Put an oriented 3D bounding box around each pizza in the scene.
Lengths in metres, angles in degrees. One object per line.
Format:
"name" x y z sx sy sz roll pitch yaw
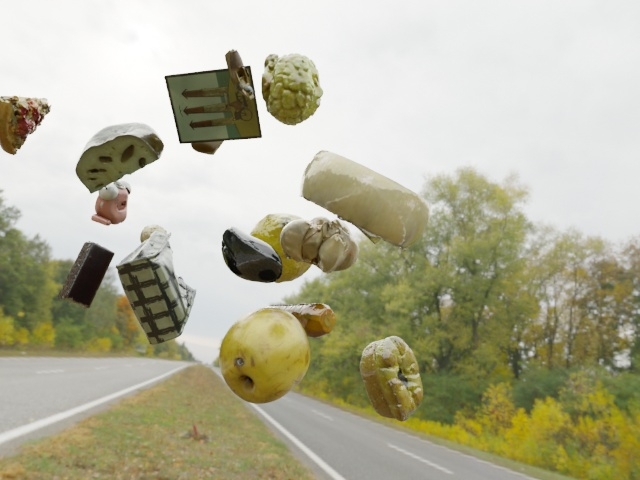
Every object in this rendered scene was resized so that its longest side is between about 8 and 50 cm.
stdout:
"pizza" -0.808 -0.341 1.308 0.062 0.199 0.188 27 -45 -5

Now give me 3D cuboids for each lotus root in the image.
"lotus root" -0.653 -0.314 1.564 0.267 0.260 0.149 -23 -58 9

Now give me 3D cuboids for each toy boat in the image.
"toy boat" -0.237 -0.487 1.391 0.049 0.047 0.149 6 -53 41

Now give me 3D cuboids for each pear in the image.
"pear" -0.163 0.329 1.362 0.281 0.280 0.281 10 -17 3

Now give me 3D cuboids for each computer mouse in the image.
"computer mouse" -0.521 -0.545 2.338 0.158 0.310 0.072 16 -36 12
"computer mouse" -0.242 0.053 1.519 0.270 0.137 0.086 26 25 32

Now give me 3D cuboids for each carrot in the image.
"carrot" -0.076 0.270 1.606 0.114 0.114 0.302 26 -22 -38

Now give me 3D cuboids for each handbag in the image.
"handbag" -0.591 0.161 1.751 0.162 0.325 0.327 -15 20 1

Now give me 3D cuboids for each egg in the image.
"egg" -0.767 -0.014 2.174 0.118 0.116 0.140 27 28 14

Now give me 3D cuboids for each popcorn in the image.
"popcorn" -0.113 -0.545 1.668 0.251 0.206 0.237 43 -54 15

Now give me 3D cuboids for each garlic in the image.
"garlic" 0.012 -0.006 1.718 0.281 0.185 0.203 27 -50 14

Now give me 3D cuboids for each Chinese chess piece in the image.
"Chinese chess piece" 0.109 -0.102 1.197 0.338 0.140 0.338 28 5 -3

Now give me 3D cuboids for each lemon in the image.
"lemon" -0.185 0.025 2.338 0.350 0.350 0.387 15 -38 -12

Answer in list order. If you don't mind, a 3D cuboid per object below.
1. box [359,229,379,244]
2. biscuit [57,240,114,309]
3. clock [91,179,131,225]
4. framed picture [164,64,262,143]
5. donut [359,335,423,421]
"box" 0.159 -0.114 1.609 0.279 0.153 0.041 46 -4 46
"biscuit" -0.890 0.134 1.801 0.070 0.252 0.106 -2 -27 39
"clock" -0.779 -0.147 1.788 0.093 0.162 0.166 19 14 2
"framed picture" -0.375 -0.469 1.655 0.324 0.244 0.013 -2 23 13
"donut" 0.235 0.447 1.540 0.128 0.261 0.208 -17 -3 38
